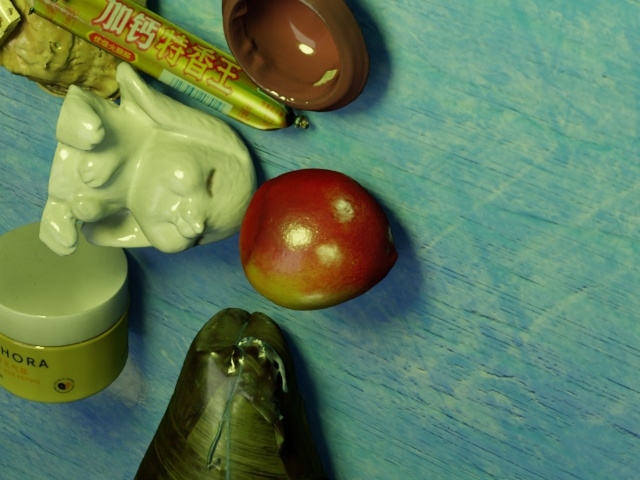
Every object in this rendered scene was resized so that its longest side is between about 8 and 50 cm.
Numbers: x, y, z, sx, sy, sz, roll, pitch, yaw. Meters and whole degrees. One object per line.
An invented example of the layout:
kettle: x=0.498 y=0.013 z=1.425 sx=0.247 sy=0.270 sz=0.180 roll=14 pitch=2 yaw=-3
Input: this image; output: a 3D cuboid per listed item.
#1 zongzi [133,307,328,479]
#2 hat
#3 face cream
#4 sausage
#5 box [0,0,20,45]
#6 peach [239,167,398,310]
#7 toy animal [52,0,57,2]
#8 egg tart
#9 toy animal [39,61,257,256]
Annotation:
zongzi: x=-0.028 y=0.321 z=2.050 sx=0.432 sy=0.208 sz=0.403 roll=23 pitch=122 yaw=-1
hat: x=-0.024 y=-0.247 z=1.679 sx=0.205 sy=0.089 sz=0.205 roll=20 pitch=137 yaw=20
face cream: x=-0.394 y=0.107 z=2.139 sx=0.218 sy=0.218 sz=0.179 roll=26 pitch=134 yaw=23
sausage: x=-0.177 y=-0.222 z=1.755 sx=0.371 sy=0.082 sz=0.082 roll=27 pitch=138 yaw=-11
box: x=-0.431 y=-0.281 z=1.833 sx=0.073 sy=0.020 sz=0.149 roll=56 pitch=145 yaw=-1
peach: x=0.000 y=0.000 z=1.773 sx=0.197 sy=0.197 sz=0.197 roll=21 pitch=130 yaw=27
toy animal: x=-0.298 y=-0.423 z=1.685 sx=0.137 sy=0.269 sz=0.082 roll=30 pitch=169 yaw=-1
egg tart: x=-0.371 y=-0.322 z=1.875 sx=0.352 sy=0.150 sz=0.352 roll=24 pitch=132 yaw=30
toy animal: x=-0.212 y=-0.089 z=1.863 sx=0.265 sy=0.206 sz=0.272 roll=11 pitch=123 yaw=-6
